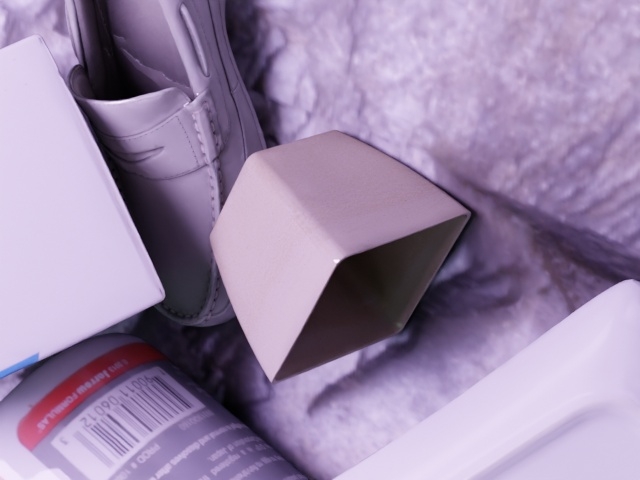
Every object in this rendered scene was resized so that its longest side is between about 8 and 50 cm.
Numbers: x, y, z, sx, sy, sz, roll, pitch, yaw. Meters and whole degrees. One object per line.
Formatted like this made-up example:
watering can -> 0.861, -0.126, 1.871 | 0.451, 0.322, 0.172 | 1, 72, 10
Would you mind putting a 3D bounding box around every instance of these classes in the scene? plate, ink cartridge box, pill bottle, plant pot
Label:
plate -> 0.135, 0.208, 1.018 | 0.278, 0.045, 0.277 | -35, 89, 6
ink cartridge box -> -0.219, -0.005, 1.146 | 0.168, 0.171, 0.232 | 64, 167, -6
pill bottle -> -0.058, 0.242, 1.183 | 0.363, 0.210, 0.210 | 39, 131, 17
plant pot -> 0.000, 0.000, 1.089 | 0.096, 0.109, 0.109 | 48, 134, 23

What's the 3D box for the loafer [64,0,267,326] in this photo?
loafer -> -0.102, -0.089, 1.112 | 0.112, 0.111, 0.319 | 8, 117, 36
